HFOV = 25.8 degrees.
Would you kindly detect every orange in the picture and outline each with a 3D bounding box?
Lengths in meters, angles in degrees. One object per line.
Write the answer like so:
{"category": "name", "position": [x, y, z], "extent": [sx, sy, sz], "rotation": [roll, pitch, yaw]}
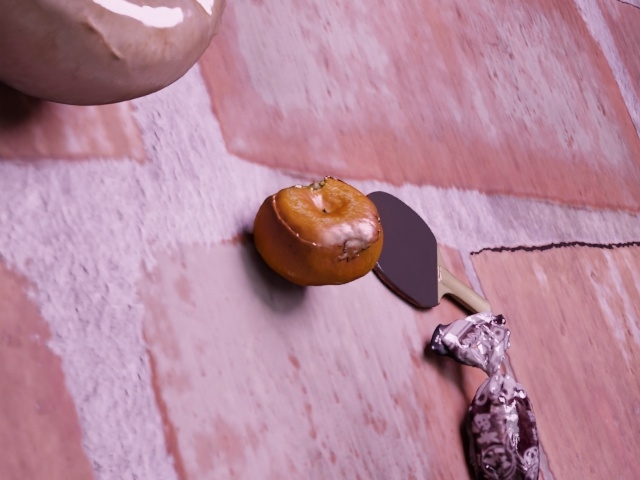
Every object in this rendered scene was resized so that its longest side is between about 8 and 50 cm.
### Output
{"category": "orange", "position": [0.000, 0.000, 0.924], "extent": [0.086, 0.062, 0.086], "rotation": [8, 38, -7]}

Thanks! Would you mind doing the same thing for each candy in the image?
{"category": "candy", "position": [0.136, 0.156, 1.023], "extent": [0.094, 0.051, 0.226], "rotation": [12, 58, -49]}

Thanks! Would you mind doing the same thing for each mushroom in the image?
{"category": "mushroom", "position": [-0.116, -0.185, 0.746], "extent": [0.207, 0.215, 0.207], "rotation": [30, 45, -35]}

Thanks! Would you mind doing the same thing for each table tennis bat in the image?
{"category": "table tennis bat", "position": [0.081, 0.019, 1.078], "extent": [0.156, 0.013, 0.087], "rotation": [37, 39, -35]}
